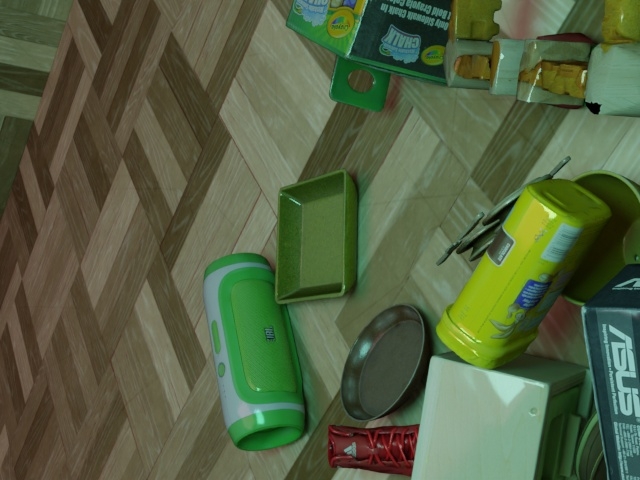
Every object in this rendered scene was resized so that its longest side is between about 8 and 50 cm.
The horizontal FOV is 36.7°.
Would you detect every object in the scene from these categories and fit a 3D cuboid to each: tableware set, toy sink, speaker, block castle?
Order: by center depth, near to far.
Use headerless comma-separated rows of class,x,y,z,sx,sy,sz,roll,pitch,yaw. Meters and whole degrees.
block castle,0.280,-0.259,0.871,0.453,0.213,0.303,-129,42,-75
toy sink,0.205,0.199,1.019,0.131,0.234,0.152,11,93,27
tableware set,0.204,-0.015,1.049,0.039,0.128,0.194,55,166,10
speaker,-0.107,0.172,1.521,0.131,0.131,0.296,-44,49,43

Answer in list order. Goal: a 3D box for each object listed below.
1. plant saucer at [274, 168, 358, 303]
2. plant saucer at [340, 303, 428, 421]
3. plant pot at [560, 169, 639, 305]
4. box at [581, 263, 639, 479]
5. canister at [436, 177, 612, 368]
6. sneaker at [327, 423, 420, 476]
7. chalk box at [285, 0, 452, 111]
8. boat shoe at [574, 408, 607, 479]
plant saucer,0.000,0.000,1.467,0.188,0.045,0.188,-12,74,55
plant saucer,0.089,0.165,1.278,0.168,0.029,0.168,-43,31,34
plant pot,0.302,0.002,0.966,0.134,0.095,0.134,-14,73,55
box,0.357,0.213,0.628,0.318,0.097,0.394,0,109,41
canister,0.196,0.029,0.922,0.073,0.126,0.170,40,117,24
sneaker,0.087,0.268,1.209,0.221,0.128,0.087,-26,64,53
chalk box,0.085,-0.319,1.279,0.179,0.180,0.289,43,118,51
boat shoe,0.310,0.181,0.948,0.060,0.064,0.178,51,123,50
